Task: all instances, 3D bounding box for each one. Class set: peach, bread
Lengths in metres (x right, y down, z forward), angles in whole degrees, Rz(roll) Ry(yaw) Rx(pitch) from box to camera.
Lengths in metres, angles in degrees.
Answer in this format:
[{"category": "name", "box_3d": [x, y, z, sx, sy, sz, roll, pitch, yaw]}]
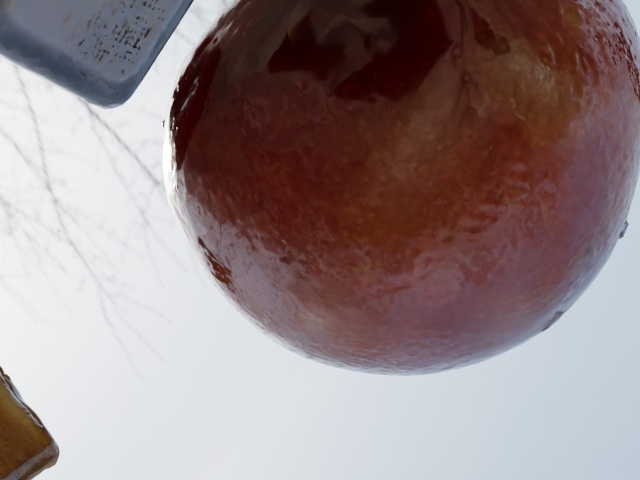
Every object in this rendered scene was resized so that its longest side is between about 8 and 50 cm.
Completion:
[{"category": "peach", "box_3d": [0.070, -0.082, 1.040, 0.388, 0.388, 0.388, -9, -128, 12]}, {"category": "bread", "box_3d": [-0.310, 0.175, 1.310, 0.074, 0.053, 0.132, -38, -113, -16]}]

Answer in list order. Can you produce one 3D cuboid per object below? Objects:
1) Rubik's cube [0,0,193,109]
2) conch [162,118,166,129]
[{"category": "Rubik's cube", "box_3d": [-0.171, -0.302, 0.462, 0.344, 0.337, 0.344, 34, -86, 37]}, {"category": "conch", "box_3d": [-0.131, -0.099, 1.719, 0.114, 0.137, 0.234, -44, -137, 45]}]
